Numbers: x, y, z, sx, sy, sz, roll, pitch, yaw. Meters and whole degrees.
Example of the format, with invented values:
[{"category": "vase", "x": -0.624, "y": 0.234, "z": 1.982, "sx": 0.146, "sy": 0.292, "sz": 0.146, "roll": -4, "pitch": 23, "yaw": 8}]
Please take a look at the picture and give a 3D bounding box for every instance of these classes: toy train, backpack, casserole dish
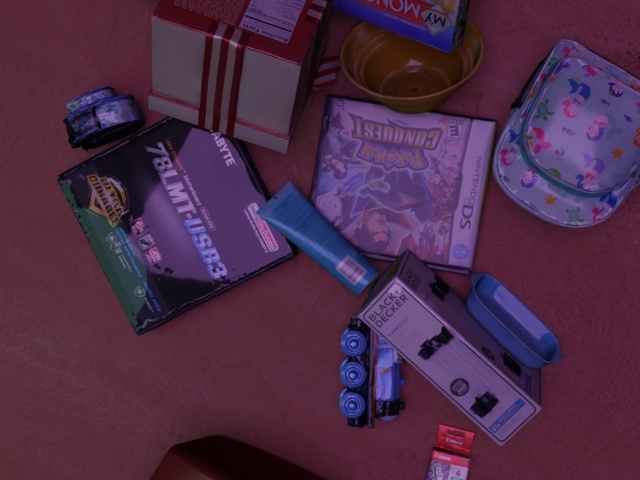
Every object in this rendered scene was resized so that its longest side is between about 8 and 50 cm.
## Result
[{"category": "toy train", "x": 0.083, "y": 0.209, "z": 1.710, "sx": 0.105, "sy": 0.080, "sz": 0.184, "roll": 1, "pitch": 93, "yaw": 2}, {"category": "backpack", "x": -0.350, "y": -0.201, "z": 1.735, "sx": 0.114, "sy": 0.105, "sz": 0.084, "roll": -19, "pitch": 91, "yaw": 3}, {"category": "casserole dish", "x": 0.293, "y": 0.128, "z": 1.663, "sx": 0.188, "sy": 0.114, "sz": 0.037, "roll": 43, "pitch": 118, "yaw": 4}, {"category": "backpack", "x": 0.380, "y": -0.145, "z": 1.603, "sx": 0.225, "sy": 0.191, "sz": 0.253, "roll": 32, "pitch": 102, "yaw": 4}]

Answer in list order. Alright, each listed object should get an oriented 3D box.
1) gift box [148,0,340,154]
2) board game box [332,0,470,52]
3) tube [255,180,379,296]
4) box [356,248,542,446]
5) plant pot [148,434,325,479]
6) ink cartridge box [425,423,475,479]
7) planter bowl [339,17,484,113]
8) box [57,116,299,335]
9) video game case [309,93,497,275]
[{"category": "gift box", "x": -0.098, "y": -0.308, "z": 1.610, "sx": 0.255, "sy": 0.258, "sz": 0.276, "roll": 23, "pitch": 60, "yaw": 3}, {"category": "board game box", "x": 0.080, "y": -0.429, "z": 1.587, "sx": 0.317, "sy": 0.046, "sz": 0.213, "roll": 26, "pitch": 132, "yaw": 23}, {"category": "tube", "x": 0.000, "y": 0.000, "z": 1.687, "sx": 0.207, "sy": 0.052, "sz": 0.080, "roll": 43, "pitch": 62, "yaw": 4}, {"category": "box", "x": 0.199, "y": 0.156, "z": 1.626, "sx": 0.290, "sy": 0.169, "sz": 0.087, "roll": 42, "pitch": 108, "yaw": 0}, {"category": "plant pot", "x": -0.154, "y": 0.449, "z": 1.676, "sx": 0.236, "sy": 0.267, "sz": 0.267, "roll": 35, "pitch": 97, "yaw": 18}, {"category": "ink cartridge box", "x": 0.206, "y": 0.358, "z": 1.722, "sx": 0.063, "sy": 0.029, "sz": 0.115, "roll": 13, "pitch": 95, "yaw": 8}, {"category": "planter bowl", "x": 0.142, "y": -0.259, "z": 1.650, "sx": 0.217, "sy": 0.090, "sz": 0.217, "roll": -4, "pitch": 49, "yaw": 5}, {"category": "box", "x": -0.229, "y": -0.041, "z": 1.745, "sx": 0.293, "sy": 0.073, "sz": 0.295, "roll": -26, "pitch": 90, "yaw": 9}, {"category": "video game case", "x": 0.125, "y": -0.089, "z": 1.709, "sx": 0.275, "sy": 0.035, "sz": 0.248, "roll": 10, "pitch": 94, "yaw": 7}]
